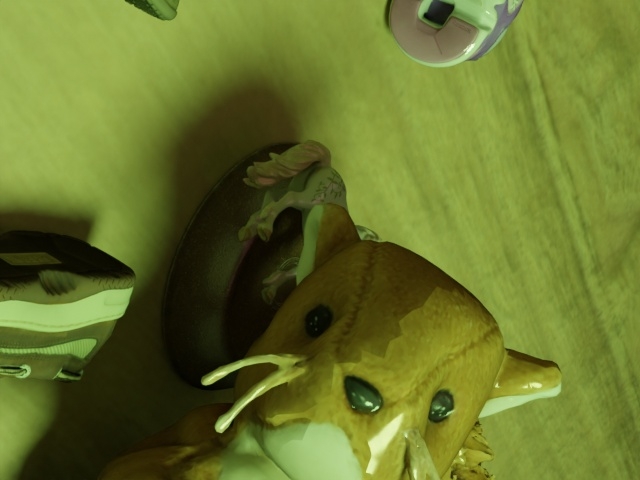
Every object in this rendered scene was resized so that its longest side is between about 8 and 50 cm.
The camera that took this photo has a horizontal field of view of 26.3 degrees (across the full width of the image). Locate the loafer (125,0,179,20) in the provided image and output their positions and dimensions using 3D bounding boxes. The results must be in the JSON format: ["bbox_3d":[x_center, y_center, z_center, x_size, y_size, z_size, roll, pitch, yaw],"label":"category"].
[{"bbox_3d":[-0.109,-0.178,0.750,0.050,0.056,0.148,-51,146,-13],"label":"loafer"}]

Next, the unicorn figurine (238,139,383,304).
[{"bbox_3d":[0.000,0.000,0.963,0.111,0.060,0.162,-39,142,-32],"label":"unicorn figurine"}]

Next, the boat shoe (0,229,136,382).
[{"bbox_3d":[-0.197,0.048,0.735,0.257,0.095,0.095,8,109,-59],"label":"boat shoe"}]

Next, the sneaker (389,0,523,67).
[{"bbox_3d":[0.138,-0.238,1.066,0.236,0.095,0.104,-64,156,5],"label":"sneaker"}]

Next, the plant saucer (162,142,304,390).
[{"bbox_3d":[-0.037,0.026,1.019,0.198,0.036,0.199,-36,138,-41],"label":"plant saucer"}]

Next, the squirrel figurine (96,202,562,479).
[{"bbox_3d":[-0.020,0.161,0.887,0.370,0.281,0.397,-59,168,11],"label":"squirrel figurine"}]
